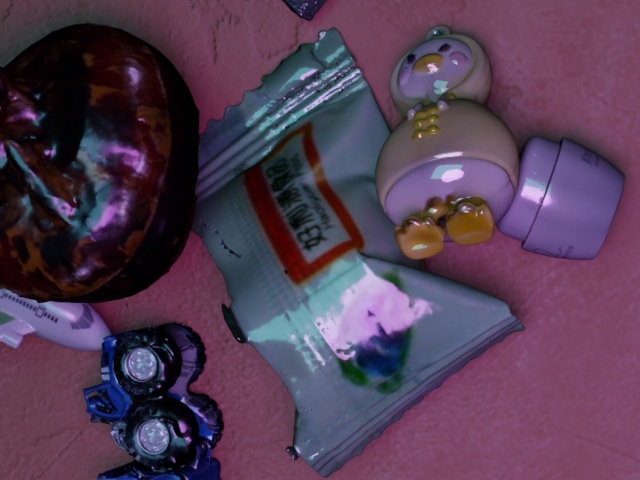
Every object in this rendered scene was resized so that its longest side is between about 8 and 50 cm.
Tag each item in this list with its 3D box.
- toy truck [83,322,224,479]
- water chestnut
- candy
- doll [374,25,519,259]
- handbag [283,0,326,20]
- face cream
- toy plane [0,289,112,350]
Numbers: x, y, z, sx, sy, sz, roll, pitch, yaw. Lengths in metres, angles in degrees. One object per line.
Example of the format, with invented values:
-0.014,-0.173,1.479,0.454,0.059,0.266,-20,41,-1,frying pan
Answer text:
-0.178,0.196,1.557,0.126,0.113,0.208,-15,86,14,toy truck
-0.262,-0.084,1.472,0.300,0.300,0.300,0,91,15,water chestnut
0.002,0.001,1.504,0.263,0.172,0.398,-31,63,3,candy
0.116,-0.107,1.424,0.141,0.117,0.296,-21,51,21,doll
-0.042,-0.377,1.533,0.175,0.088,0.270,-40,81,19,handbag
0.234,-0.040,1.443,0.104,0.117,0.117,21,96,4,face cream
-0.339,0.052,1.599,0.255,0.101,0.251,30,62,-2,toy plane
